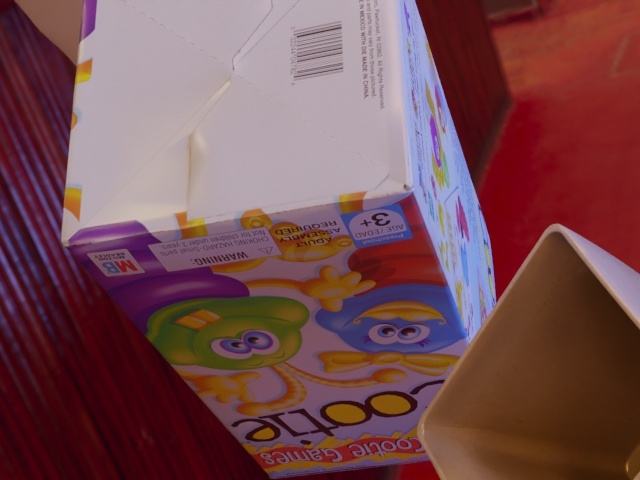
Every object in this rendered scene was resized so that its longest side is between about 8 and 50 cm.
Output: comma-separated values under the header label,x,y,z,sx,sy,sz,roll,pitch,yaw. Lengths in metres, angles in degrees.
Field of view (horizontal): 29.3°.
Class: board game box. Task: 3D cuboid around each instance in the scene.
label,x,y,z,sx,sy,sz,roll,pitch,yaw
board game box,0.000,0.000,0.601,0.142,0.275,0.144,-9,58,12

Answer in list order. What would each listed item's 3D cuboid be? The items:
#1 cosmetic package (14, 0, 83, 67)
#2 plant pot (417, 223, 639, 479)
label,x,y,z,sx,sy,sz,roll,pitch,yaw
cosmetic package,-0.041,-0.314,0.894,0.161,0.230,0.453,-11,37,46
plant pot,0.118,0.076,0.468,0.109,0.096,0.109,-60,31,22
